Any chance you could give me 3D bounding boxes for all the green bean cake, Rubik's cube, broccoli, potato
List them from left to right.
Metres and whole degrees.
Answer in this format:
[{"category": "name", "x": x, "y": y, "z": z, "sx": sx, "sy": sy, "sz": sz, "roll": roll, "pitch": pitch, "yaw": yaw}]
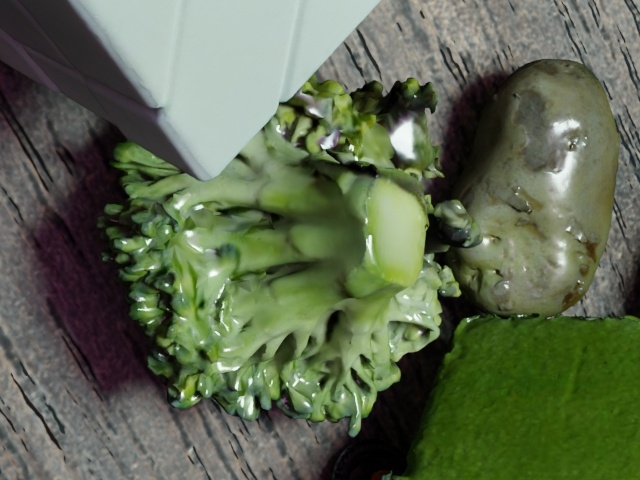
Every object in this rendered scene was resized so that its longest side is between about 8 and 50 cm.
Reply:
[{"category": "Rubik's cube", "x": -0.136, "y": -0.292, "z": 0.799, "sx": 0.322, "sy": 0.316, "sz": 0.319, "roll": -48, "pitch": 139, "yaw": -12}, {"category": "broccoli", "x": -0.017, "y": -0.001, "z": 0.977, "sx": 0.324, "sy": 0.272, "sz": 0.334, "roll": 31, "pitch": 70, "yaw": -60}, {"category": "potato", "x": 0.215, "y": -0.048, "z": 1.098, "sx": 0.165, "sy": 0.165, "sz": 0.262, "roll": 20, "pitch": 89, "yaw": -22}, {"category": "green bean cake", "x": 0.213, "y": 0.197, "z": 0.988, "sx": 0.156, "sy": 0.247, "sz": 0.250, "roll": 64, "pitch": 38, "yaw": -39}]

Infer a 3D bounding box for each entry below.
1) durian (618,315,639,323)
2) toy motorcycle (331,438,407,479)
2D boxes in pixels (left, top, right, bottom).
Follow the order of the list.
[{"category": "durian", "x": 0.303, "y": 0.196, "z": 1.156, "sx": 0.139, "sy": 0.101, "sz": 0.250, "roll": 36, "pitch": 75, "yaw": -53}, {"category": "toy motorcycle", "x": 0.142, "y": 0.339, "z": 1.096, "sx": 0.326, "sy": 0.148, "sz": 0.221, "roll": 23, "pitch": 61, "yaw": -15}]
